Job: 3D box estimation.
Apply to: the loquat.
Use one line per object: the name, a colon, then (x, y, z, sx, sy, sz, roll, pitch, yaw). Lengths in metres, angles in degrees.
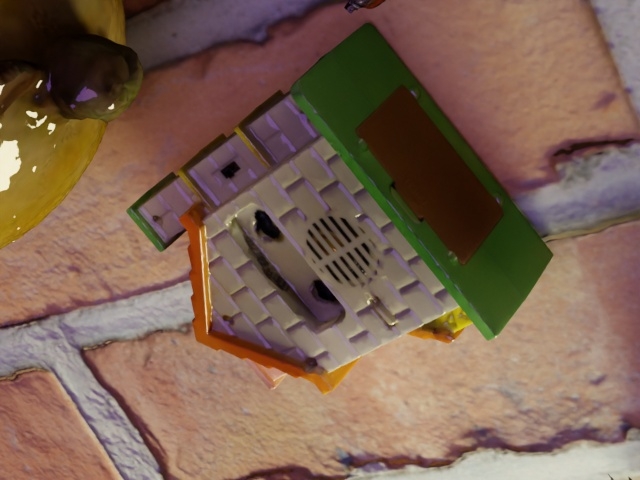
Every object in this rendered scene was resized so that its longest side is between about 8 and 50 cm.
loquat: (-0.270, -0.133, 0.947, 0.359, 0.328, 0.328, 11, 125, 30)

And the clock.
clock: (0.000, 0.000, 1.040, 0.255, 0.106, 0.220, -31, 101, 44)

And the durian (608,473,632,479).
durian: (0.363, 0.300, 1.002, 0.352, 0.158, 0.169, 41, 143, -6)

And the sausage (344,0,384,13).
sausage: (0.080, -0.205, 0.901, 0.028, 0.025, 0.198, 41, 132, -12)
